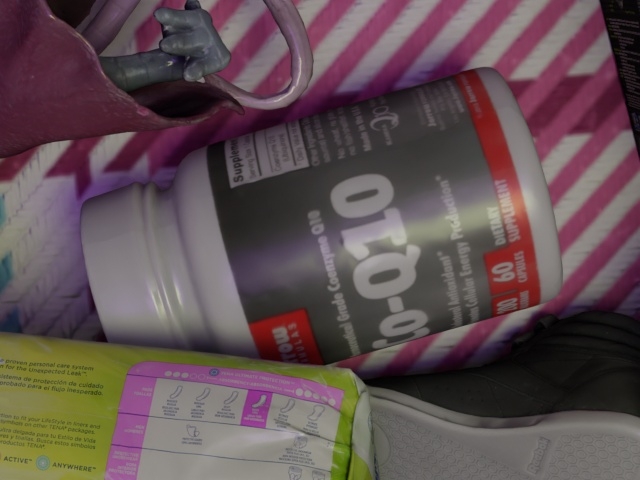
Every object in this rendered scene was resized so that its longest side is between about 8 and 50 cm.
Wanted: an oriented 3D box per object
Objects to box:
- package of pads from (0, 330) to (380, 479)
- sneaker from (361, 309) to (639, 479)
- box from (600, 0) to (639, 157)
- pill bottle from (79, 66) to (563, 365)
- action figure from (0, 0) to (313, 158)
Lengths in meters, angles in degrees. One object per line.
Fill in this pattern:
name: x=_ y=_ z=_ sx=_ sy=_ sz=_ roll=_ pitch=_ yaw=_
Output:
package of pads: x=-0.110 y=0.152 z=0.780 sx=0.296 sy=0.229 sz=0.101 roll=5 pitch=59 yaw=10
sneaker: x=0.117 y=0.120 z=0.887 sx=0.295 sy=0.147 sz=0.105 roll=-3 pitch=115 yaw=29
box: x=0.234 y=-0.133 z=0.747 sx=0.060 sy=0.270 sz=0.216 roll=-17 pitch=102 yaw=1
pill bottle: x=0.000 y=0.000 z=0.815 sx=0.283 sy=0.161 sz=0.161 roll=-16 pitch=102 yaw=2
action figure: x=-0.239 y=-0.097 z=0.778 sx=0.370 sy=0.275 sz=0.248 roll=-33 pitch=82 yaw=36
